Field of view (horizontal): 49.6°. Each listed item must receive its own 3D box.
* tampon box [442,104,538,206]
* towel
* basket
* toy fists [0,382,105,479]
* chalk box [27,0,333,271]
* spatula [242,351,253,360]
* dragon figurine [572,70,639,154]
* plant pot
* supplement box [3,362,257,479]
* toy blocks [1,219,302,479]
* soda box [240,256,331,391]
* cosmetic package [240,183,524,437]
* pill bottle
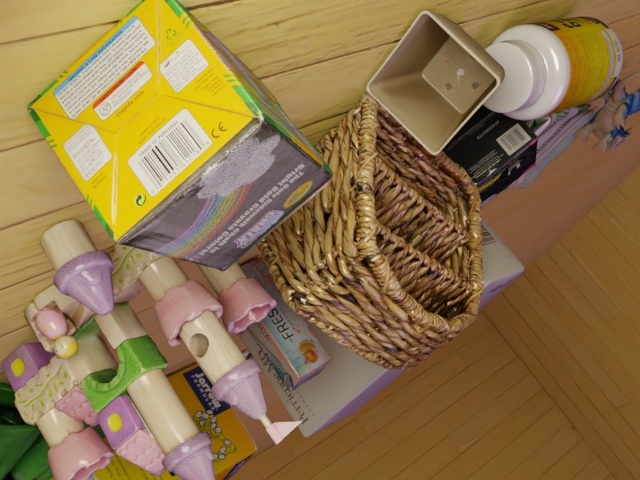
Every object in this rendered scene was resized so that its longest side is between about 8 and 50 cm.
[{"bbox_3d":[0.256,-0.136,1.074,0.120,0.101,0.161,-38,163,8],"label":"tampon box"},{"bbox_3d":[0.433,-0.178,1.410,0.325,0.038,0.248,-14,151,-50],"label":"towel"},{"bbox_3d":[0.099,0.009,0.838,0.223,0.213,0.299,-41,139,15],"label":"basket"},{"bbox_3d":[-0.378,0.245,0.874,0.142,0.096,0.279,-50,159,9],"label":"toy fists"},{"bbox_3d":[-0.089,-0.069,0.550,0.132,0.132,0.213,-40,163,7],"label":"chalk box"},{"bbox_3d":[-0.222,0.299,1.426,0.242,0.019,0.168,-44,162,23],"label":"spatula"},{"bbox_3d":[0.577,-0.265,1.341,0.144,0.085,0.289,-45,156,-23],"label":"dragon figurine"},{"bbox_3d":[0.137,-0.177,0.755,0.096,0.109,0.109,-34,168,-52],"label":"plant pot"},{"bbox_3d":[-0.323,0.388,1.170,0.356,0.195,0.194,-21,157,-42],"label":"supplement box"},{"bbox_3d":[-0.201,0.162,0.714,0.288,0.260,0.309,-41,162,17],"label":"toy blocks"},{"bbox_3d":[-0.065,0.117,0.978,0.058,0.183,0.063,-26,161,-29],"label":"soda box"},{"bbox_3d":[0.087,0.109,1.176,0.161,0.230,0.453,-11,149,-53],"label":"cosmetic package"},{"bbox_3d":[0.290,-0.222,0.893,0.215,0.117,0.117,-21,157,-41],"label":"pill bottle"}]
